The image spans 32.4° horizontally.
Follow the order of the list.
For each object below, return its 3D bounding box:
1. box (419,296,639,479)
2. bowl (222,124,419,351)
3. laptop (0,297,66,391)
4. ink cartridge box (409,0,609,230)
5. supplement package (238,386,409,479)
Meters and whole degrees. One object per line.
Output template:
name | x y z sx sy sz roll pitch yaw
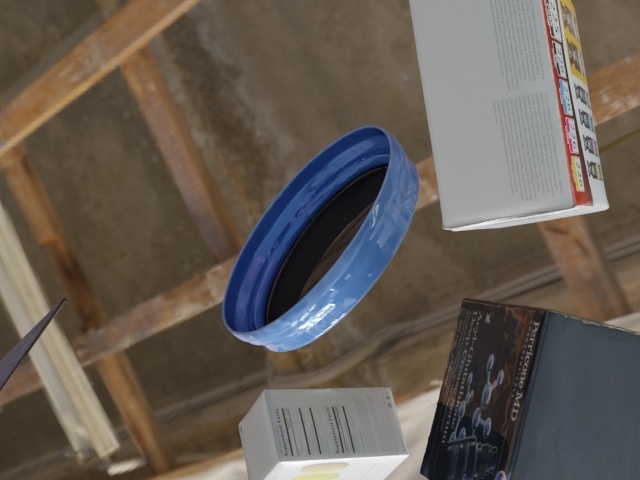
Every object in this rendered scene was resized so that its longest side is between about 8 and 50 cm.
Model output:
box | 0.315 0.252 1.559 0.211 0.395 0.294 15 -93 -9
bowl | 0.000 0.000 1.696 0.077 0.391 0.391 38 -44 -21
laptop | -0.558 0.218 1.296 0.407 0.382 0.236 15 -46 11
ink cartridge box | 0.195 -0.173 1.109 0.130 0.272 0.310 -10 -92 22
supplement package | 0.002 0.341 1.887 0.139 0.244 0.134 123 -40 -47
